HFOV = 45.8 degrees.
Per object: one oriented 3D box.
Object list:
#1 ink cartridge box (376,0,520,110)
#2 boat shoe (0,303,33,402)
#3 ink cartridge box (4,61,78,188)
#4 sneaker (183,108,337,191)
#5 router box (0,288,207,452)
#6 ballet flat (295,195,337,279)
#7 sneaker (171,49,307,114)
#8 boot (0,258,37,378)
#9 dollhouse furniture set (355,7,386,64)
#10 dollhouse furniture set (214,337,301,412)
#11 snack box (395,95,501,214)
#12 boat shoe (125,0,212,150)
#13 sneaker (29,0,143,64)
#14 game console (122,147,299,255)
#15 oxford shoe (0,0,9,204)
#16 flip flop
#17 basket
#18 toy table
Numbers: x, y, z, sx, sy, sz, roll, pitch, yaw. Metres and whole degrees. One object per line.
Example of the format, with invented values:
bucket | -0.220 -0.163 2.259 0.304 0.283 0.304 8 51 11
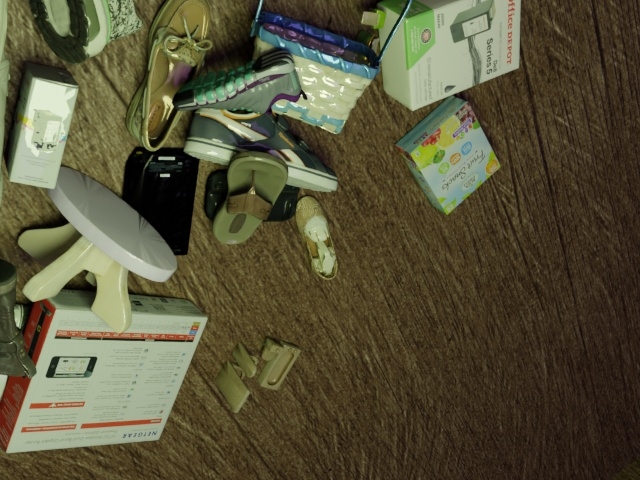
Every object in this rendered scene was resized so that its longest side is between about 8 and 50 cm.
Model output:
ink cartridge box | 0.262 -0.410 1.524 0.273 0.115 0.198 -24 131 -17
boat shoe | -0.571 0.224 1.422 0.070 0.078 0.219 11 107 -32
ink cartridge box | -0.459 -0.191 1.238 0.072 0.127 0.175 10 109 -30
sneaker | -0.092 -0.182 1.432 0.321 0.126 0.127 16 84 -34
router box | -0.420 0.252 1.468 0.336 0.082 0.301 11 108 -46
ballet flat | 0.000 0.000 1.630 0.073 0.067 0.206 -27 124 -13
sneaker | -0.137 -0.237 1.273 0.224 0.083 0.098 -14 128 17
boot | -0.605 0.120 1.279 0.091 0.263 0.228 -51 156 -52
dollhouse furniture set | 0.078 -0.412 1.453 0.059 0.076 0.151 -1 116 -26
dollhouse furniture set | -0.119 0.304 1.686 0.151 0.123 0.144 24 101 -36
snack box | 0.288 -0.189 1.692 0.174 0.070 0.207 -42 129 -4
boat shoe | -0.254 -0.294 1.321 0.105 0.089 0.285 10 109 -33
sneaker | -0.358 -0.490 1.165 0.182 0.158 0.410 -32 131 -50
game console | -0.209 -0.073 1.493 0.362 0.044 0.213 -1 116 -28
oxford shoe | -0.555 -0.222 1.178 0.130 0.169 0.449 -30 133 -70
flip flop | -0.135 -0.064 1.393 0.112 0.080 0.277 11 141 -20
basket | -0.006 -0.359 1.341 0.255 0.201 0.288 19 119 -13
toy table | -0.398 0.020 1.325 0.161 0.274 0.252 -51 160 13
